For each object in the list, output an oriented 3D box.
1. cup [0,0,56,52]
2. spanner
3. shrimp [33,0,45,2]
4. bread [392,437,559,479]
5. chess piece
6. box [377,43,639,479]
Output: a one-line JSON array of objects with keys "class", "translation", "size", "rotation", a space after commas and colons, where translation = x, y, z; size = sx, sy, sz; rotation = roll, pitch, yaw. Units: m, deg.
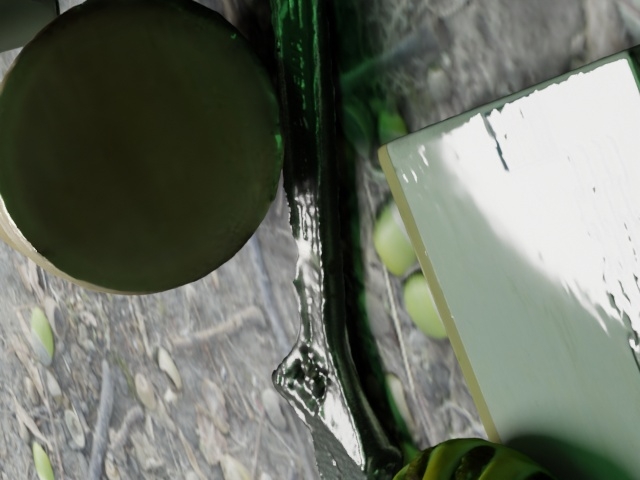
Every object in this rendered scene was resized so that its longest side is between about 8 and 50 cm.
[{"class": "cup", "translation": [-0.207, -0.144, 1.074], "size": [0.054, 0.083, 0.075], "rotation": [32, 136, 48]}, {"class": "spanner", "translation": [0.000, 0.000, 0.884], "size": [0.093, 0.026, 0.325], "rotation": [31, 135, 47]}, {"class": "shrimp", "translation": [-0.207, -0.204, 0.956], "size": [0.172, 0.137, 0.372], "rotation": [0, 105, 50]}, {"class": "bread", "translation": [0.072, 0.149, 0.729], "size": [0.130, 0.071, 0.139], "rotation": [-4, 107, 57]}, {"class": "chess piece", "translation": [-0.115, -0.041, 0.943], "size": [0.142, 0.143, 0.261], "rotation": [69, 165, -4]}, {"class": "box", "translation": [0.128, 0.065, 0.689], "size": [0.211, 0.045, 0.270], "rotation": [-20, 92, 62]}]
